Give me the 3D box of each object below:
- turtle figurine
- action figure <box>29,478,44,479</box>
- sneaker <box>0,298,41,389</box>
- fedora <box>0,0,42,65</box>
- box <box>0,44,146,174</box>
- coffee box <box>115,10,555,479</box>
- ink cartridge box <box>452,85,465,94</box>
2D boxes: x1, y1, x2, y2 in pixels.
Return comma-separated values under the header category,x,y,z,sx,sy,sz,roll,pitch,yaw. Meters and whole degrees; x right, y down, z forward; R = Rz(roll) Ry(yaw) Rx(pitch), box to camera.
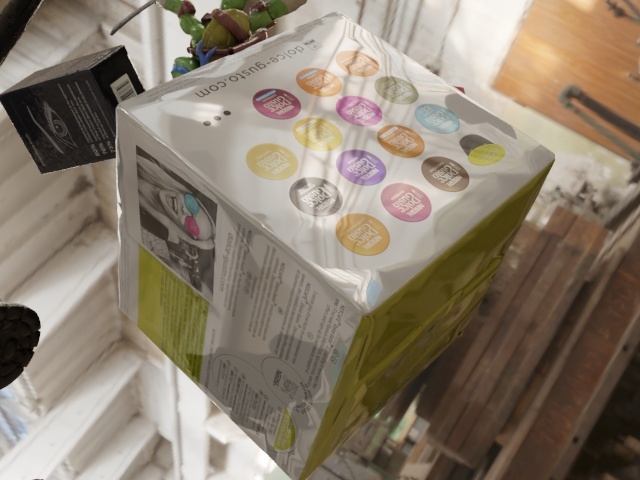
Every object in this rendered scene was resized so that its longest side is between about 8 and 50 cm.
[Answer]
category,x,y,z,sx,sy,sz,roll,pitch,yaw
turtle figurine,-0.171,-0.349,1.264,0.266,0.198,0.275,-48,14,-14
action figure,-0.435,0.495,1.063,0.276,0.248,0.370,-22,23,1
sneaker,-0.362,0.060,0.628,0.107,0.124,0.283,-65,-22,-7
fedora,-0.422,-0.278,0.899,0.334,0.152,0.334,-35,37,31
box,-0.391,-0.211,1.307,0.108,0.207,0.153,-59,-45,-50
coffee box,0.000,0.000,0.928,0.338,0.334,0.338,-35,-26,-36
ink cartridge box,0.246,-0.172,1.767,0.117,0.283,0.207,-1,-18,-33
